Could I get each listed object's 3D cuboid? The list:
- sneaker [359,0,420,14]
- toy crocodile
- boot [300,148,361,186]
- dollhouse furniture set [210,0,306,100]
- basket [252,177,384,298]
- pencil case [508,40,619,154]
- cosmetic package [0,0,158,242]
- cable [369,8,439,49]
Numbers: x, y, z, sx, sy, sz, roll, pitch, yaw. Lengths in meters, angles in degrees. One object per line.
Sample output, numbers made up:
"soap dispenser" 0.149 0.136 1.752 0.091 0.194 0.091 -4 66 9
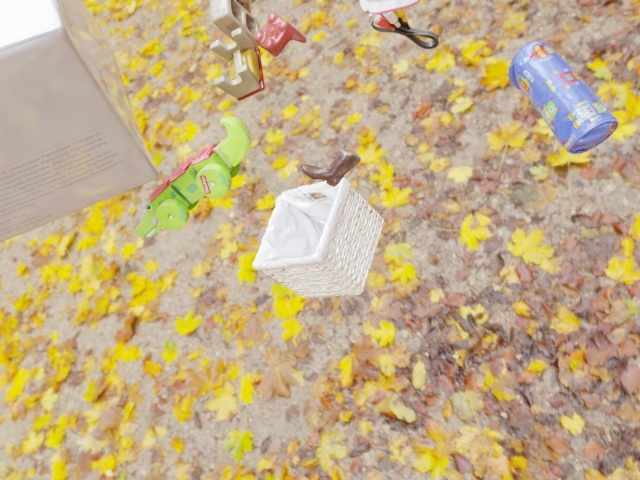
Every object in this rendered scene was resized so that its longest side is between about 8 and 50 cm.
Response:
"sneaker" 0.080 -0.406 0.680 0.103 0.111 0.252 -10 59 12
"toy crocodile" -0.264 -0.118 1.118 0.340 0.105 0.115 -33 22 27
"boot" 0.023 -0.178 1.257 0.114 0.106 0.037 -44 35 48
"dollhouse furniture set" -0.106 -0.474 1.116 0.201 0.152 0.374 -18 69 25
"basket" 0.000 0.000 1.907 0.328 0.266 0.331 -9 53 44
"pencil case" 0.568 -0.339 1.316 0.119 0.133 0.306 -11 57 -21
"cosmetic package" -0.509 -0.253 0.868 0.327 0.393 0.329 -23 70 -7
"cable" 0.277 -0.704 1.845 0.139 0.287 0.072 -29 47 37
